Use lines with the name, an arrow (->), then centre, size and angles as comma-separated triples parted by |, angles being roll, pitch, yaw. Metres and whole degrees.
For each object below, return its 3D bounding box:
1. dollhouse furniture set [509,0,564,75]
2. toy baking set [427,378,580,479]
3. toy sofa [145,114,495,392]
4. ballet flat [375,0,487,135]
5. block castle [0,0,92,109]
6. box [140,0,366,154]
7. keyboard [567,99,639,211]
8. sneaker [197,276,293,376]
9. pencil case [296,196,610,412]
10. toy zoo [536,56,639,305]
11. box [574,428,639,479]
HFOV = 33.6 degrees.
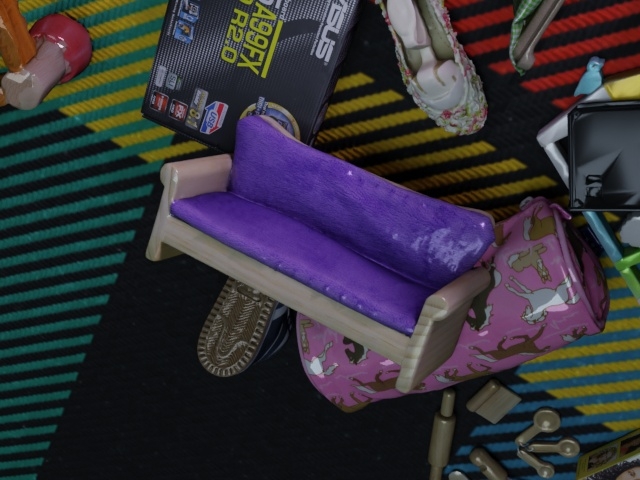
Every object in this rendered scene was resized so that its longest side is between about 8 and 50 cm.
dollhouse furniture set -> 0.221, -0.343, 1.013 | 0.151, 0.197, 0.301 | 31, 122, 1
toy baking set -> 0.240, 0.305, 1.443 | 0.197, 0.030, 0.256 | 16, 121, 11
toy sofa -> 0.000, 0.000, 1.176 | 0.363, 0.150, 0.177 | 26, 111, 20
ballet flat -> 0.114, -0.215, 1.191 | 0.091, 0.077, 0.241 | -19, 109, 27
block castle -> -0.492, -0.365, 1.265 | 0.303, 0.213, 0.453 | -10, 119, 12
box -> -0.082, -0.229, 1.265 | 0.216, 0.060, 0.270 | 26, 122, 6
keyboard -> 0.426, -0.053, 1.131 | 0.317, 0.033, 0.201 | 1, 96, 21
sneaker -> -0.056, 0.048, 1.389 | 0.099, 0.153, 0.282 | 32, 92, 11
pencil case -> 0.152, 0.084, 1.286 | 0.386, 0.167, 0.160 | -24, 125, 28
toy zoo -> 0.378, -0.080, 1.191 | 0.192, 0.030, 0.293 | -27, 105, 29
box -> 0.443, 0.275, 1.337 | 0.232, 0.058, 0.087 | -36, 101, 31
